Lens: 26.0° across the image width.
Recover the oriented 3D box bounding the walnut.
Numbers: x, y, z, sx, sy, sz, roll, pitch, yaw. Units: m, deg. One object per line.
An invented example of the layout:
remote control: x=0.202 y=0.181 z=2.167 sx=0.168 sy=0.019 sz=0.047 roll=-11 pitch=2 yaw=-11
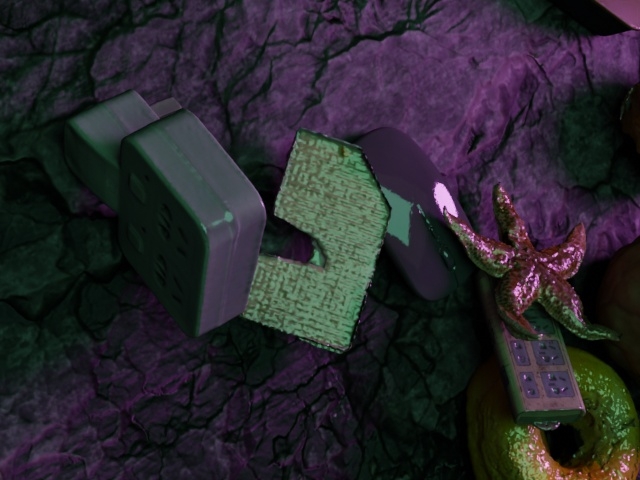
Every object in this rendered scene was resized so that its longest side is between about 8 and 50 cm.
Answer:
walnut: x=0.511 y=0.093 z=1.805 sx=0.296 sy=0.285 sz=0.285 roll=7 pitch=85 yaw=-17

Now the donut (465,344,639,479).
donut: x=0.301 y=0.249 z=1.790 sx=0.253 sy=0.118 sz=0.253 roll=7 pitch=70 yaw=-20

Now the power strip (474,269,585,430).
power strip: x=0.258 y=0.116 z=1.747 sx=0.092 sy=0.034 sz=0.268 roll=0 pitch=53 yaw=-15

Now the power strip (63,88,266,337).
power strip: x=-0.159 y=-0.055 z=1.542 sx=0.141 sy=0.229 sz=0.261 roll=-29 pitch=65 yaw=-27

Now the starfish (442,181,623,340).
starfish: x=0.271 y=0.030 z=1.754 sx=0.277 sy=0.062 sz=0.236 roll=33 pitch=49 yaw=0

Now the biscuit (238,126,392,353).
biscuit: x=0.000 y=0.000 z=1.671 sx=0.147 sy=0.046 sz=0.250 roll=16 pitch=87 yaw=-4

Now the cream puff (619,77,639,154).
cream puff: x=0.491 y=-0.161 z=1.880 sx=0.189 sy=0.129 sz=0.189 roll=-2 pitch=94 yaw=-31

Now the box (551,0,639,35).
box: x=0.399 y=-0.387 z=1.870 sx=0.144 sy=0.090 sz=0.201 roll=31 pitch=76 yaw=-20

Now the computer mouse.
computer mouse: x=0.114 y=-0.033 z=1.743 sx=0.120 sy=0.057 sz=0.232 roll=-37 pitch=102 yaw=-21
